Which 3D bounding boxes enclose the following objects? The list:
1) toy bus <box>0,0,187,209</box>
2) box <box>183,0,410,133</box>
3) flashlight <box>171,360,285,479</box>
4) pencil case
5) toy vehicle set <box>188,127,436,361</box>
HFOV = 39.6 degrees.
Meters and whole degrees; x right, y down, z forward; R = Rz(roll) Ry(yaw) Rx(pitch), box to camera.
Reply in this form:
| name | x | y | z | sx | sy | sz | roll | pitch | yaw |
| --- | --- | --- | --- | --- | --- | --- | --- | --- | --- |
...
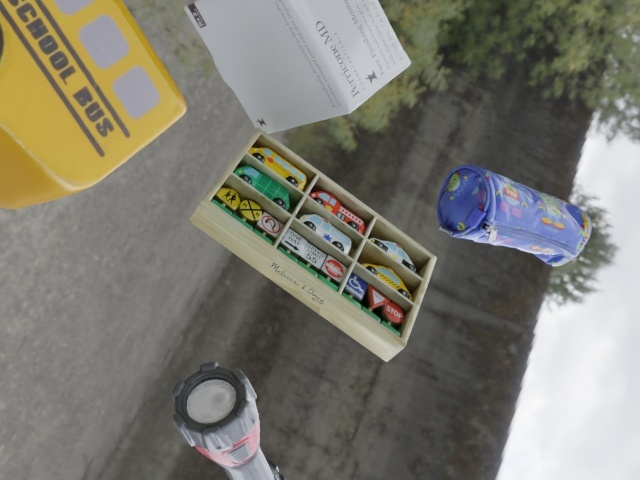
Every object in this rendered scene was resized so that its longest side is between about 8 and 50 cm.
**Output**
| name | x | y | z | sx | sy | sz | roll | pitch | yaw |
| --- | --- | --- | --- | --- | --- | --- | --- | --- | --- |
| toy bus | -0.221 | -0.172 | 0.474 | 0.108 | 0.333 | 0.130 | -6 | -148 | 50 |
| box | -0.028 | -0.233 | 1.005 | 0.119 | 0.181 | 0.182 | -43 | -157 | -31 |
| flashlight | -0.108 | 0.273 | 1.154 | 0.304 | 0.103 | 0.103 | 76 | 29 | -53 |
| pencil case | 0.338 | -0.037 | 1.540 | 0.119 | 0.306 | 0.133 | -51 | -137 | 29 |
| toy vehicle set | 0.000 | 0.000 | 0.999 | 0.035 | 0.267 | 0.166 | -48 | -171 | 39 |
